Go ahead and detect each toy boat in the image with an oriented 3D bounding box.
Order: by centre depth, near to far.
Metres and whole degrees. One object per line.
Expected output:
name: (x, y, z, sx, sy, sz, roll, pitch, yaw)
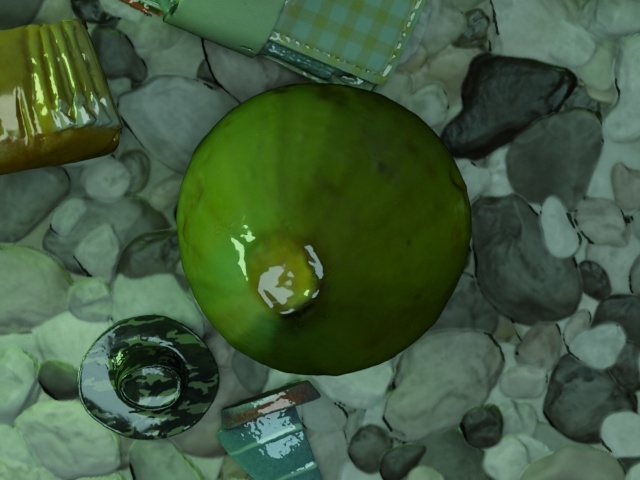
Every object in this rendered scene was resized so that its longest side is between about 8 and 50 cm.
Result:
toy boat: (-0.031, 0.189, 1.484, 0.096, 0.034, 0.122, -19, 98, 2)

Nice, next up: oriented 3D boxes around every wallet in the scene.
wallet: (-0.049, -0.268, 1.421, 0.309, 0.077, 0.223, 23, 90, -12)

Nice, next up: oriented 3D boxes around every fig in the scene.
fig: (0.000, 0.000, 1.353, 0.239, 0.271, 0.239, 3, 111, 7)

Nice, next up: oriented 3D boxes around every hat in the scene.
hat: (-0.146, 0.120, 1.457, 0.121, 0.050, 0.121, 0, 96, -3)

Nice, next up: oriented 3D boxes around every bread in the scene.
bread: (-0.305, -0.101, 1.373, 0.288, 0.152, 0.119, -10, 90, -5)

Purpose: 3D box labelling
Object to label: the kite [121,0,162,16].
kite: (-0.205, -0.363, 1.431, 0.327, 0.013, 0.378, -18, 97, -3)
